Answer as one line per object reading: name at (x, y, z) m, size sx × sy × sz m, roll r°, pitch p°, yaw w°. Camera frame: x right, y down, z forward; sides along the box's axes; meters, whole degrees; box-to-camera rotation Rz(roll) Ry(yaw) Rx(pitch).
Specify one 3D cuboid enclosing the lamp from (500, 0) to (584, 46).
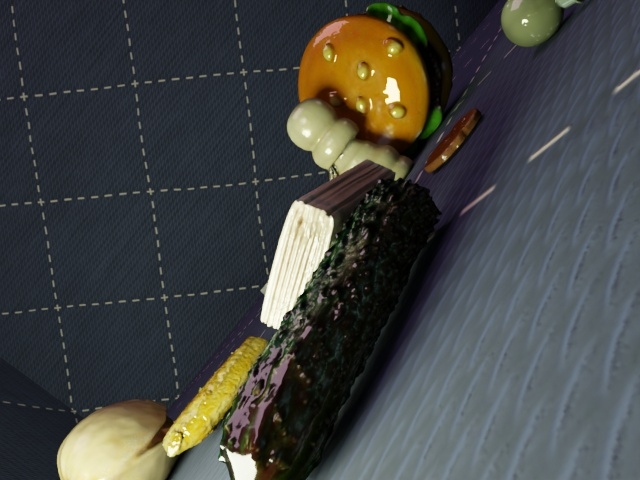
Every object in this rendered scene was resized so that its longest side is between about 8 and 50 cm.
lamp at (0.353, -0.358, 0.705) m, size 0.091 × 0.091 × 0.163 m, roll -53°, pitch 19°, yaw -27°

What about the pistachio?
pistachio at (-0.400, 0.439, 0.963) m, size 0.229 × 0.230 × 0.309 m, roll -51°, pitch -7°, yaw 3°

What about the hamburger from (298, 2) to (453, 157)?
hamburger at (0.133, -0.386, 1.239) m, size 0.277 × 0.396 × 0.395 m, roll -42°, pitch -4°, yaw -45°

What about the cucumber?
cucumber at (0.014, 0.074, 0.443) m, size 0.359 × 0.096 × 0.096 m, roll -53°, pitch 4°, yaw -38°

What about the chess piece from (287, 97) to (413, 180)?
chess piece at (0.053, -0.211, 1.122) m, size 0.167 × 0.300 × 0.167 m, roll -52°, pitch 3°, yaw 3°

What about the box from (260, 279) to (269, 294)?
box at (-0.117, 0.116, 1.677) m, size 0.199 × 0.081 × 0.135 m, roll -51°, pitch 3°, yaw -22°

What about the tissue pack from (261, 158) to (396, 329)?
tissue pack at (0.024, -0.009, 0.677) m, size 0.325 × 0.071 × 0.169 m, roll -41°, pitch -28°, yaw -63°

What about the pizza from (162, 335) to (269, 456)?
pizza at (-0.212, 0.320, 0.978) m, size 0.280 × 0.075 × 0.287 m, roll -49°, pitch 0°, yaw -28°

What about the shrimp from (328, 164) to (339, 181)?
shrimp at (0.046, -0.124, 1.221) m, size 0.046 × 0.219 × 0.152 m, roll -10°, pitch 6°, yaw 5°

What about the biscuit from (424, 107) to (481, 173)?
biscuit at (0.224, -0.167, 0.801) m, size 0.130 × 0.019 × 0.102 m, roll -51°, pitch 4°, yaw -4°
